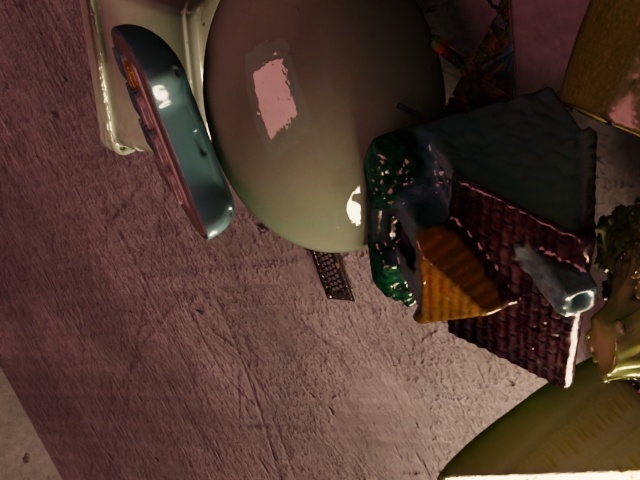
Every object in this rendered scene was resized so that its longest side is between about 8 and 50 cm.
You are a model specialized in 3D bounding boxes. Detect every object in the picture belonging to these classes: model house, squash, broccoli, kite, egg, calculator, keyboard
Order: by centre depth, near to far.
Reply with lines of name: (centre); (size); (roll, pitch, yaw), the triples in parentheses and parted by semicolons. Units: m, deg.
squash: (0.352, -0.214, 1.218); (0.189, 0.189, 0.261); (28, 102, 35)
broccoli: (0.362, 0.084, 1.317); (0.198, 0.176, 0.226); (-126, 47, -68)
model house: (0.193, 0.032, 1.354); (0.281, 0.229, 0.249); (82, 169, -49)
kite: (0.165, -0.184, 1.390); (0.160, 0.183, 0.010); (26, -175, -42)
egg: (0.005, -0.160, 1.465); (0.276, 0.276, 0.389); (22, 137, 40)
squash: (0.284, 0.281, 1.477); (0.203, 0.288, 0.111); (44, 143, 19)
calculator: (-0.187, -0.139, 1.544); (0.256, 0.054, 0.386); (70, 168, -18)
keyboard: (0.000, 0.000, 1.845); (0.063, 0.010, 0.198); (4, 121, 47)

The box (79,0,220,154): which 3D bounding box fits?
box: (-0.193, -0.249, 1.748); (0.182, 0.175, 0.312); (23, 134, 28)
